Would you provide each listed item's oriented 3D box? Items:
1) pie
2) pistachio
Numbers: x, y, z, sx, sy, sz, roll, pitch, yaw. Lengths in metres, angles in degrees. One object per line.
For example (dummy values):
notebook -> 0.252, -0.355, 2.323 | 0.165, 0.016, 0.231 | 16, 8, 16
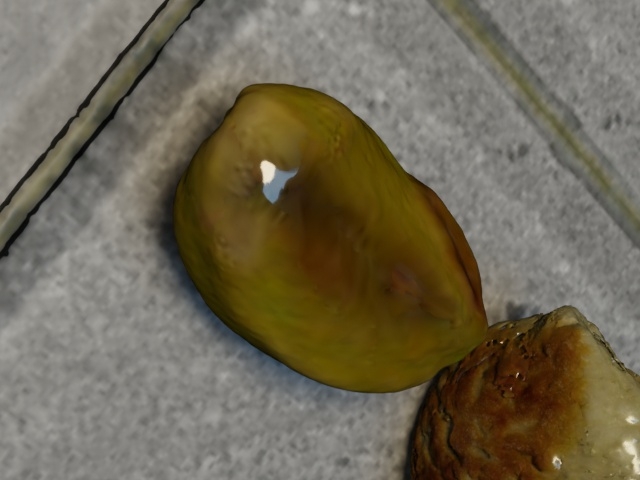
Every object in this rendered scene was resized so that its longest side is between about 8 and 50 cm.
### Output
pie -> 0.103, 0.127, 0.728 | 0.079, 0.163, 0.193 | 15, 82, -26
pistachio -> -0.001, 0.003, 0.664 | 0.110, 0.100, 0.189 | -41, 133, 9
